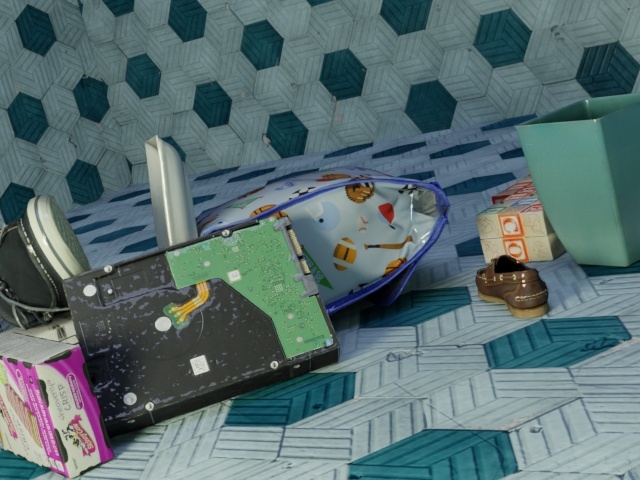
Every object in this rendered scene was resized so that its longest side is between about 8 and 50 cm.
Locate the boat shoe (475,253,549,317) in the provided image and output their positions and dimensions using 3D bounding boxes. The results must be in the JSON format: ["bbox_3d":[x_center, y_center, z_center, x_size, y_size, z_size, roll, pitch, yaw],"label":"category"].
[{"bbox_3d":[0.276,0.055,1.574,0.073,0.073,0.207,-19,11,-10],"label":"boat shoe"}]

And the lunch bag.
[{"bbox_3d":[0.000,0.000,1.800,0.385,0.239,0.328,-25,11,-10],"label":"lunch bag"}]

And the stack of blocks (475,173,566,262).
[{"bbox_3d":[0.388,-0.050,1.882,0.171,0.087,0.297,-5,15,41],"label":"stack of blocks"}]

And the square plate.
[{"bbox_3d":[-0.235,0.001,1.770,0.049,0.347,0.344,-9,6,-11],"label":"square plate"}]

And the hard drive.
[{"bbox_3d":[-0.168,0.113,1.522,0.339,0.237,0.064,-19,-27,-9],"label":"hard drive"}]

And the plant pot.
[{"bbox_3d":[0.430,-0.087,1.635,0.165,0.234,0.166,-22,14,-32],"label":"plant pot"}]

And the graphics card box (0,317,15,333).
[{"bbox_3d":[-0.711,0.179,2.224,0.233,0.094,0.371,-14,12,5],"label":"graphics card box"}]

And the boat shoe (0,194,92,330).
[{"bbox_3d":[-0.460,0.054,1.731,0.156,0.187,0.500,-26,-1,-20],"label":"boat shoe"}]

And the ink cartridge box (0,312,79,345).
[{"bbox_3d":[-0.473,0.184,1.901,0.203,0.086,0.148,-23,13,-31],"label":"ink cartridge box"}]

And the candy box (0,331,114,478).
[{"bbox_3d":[-0.375,0.214,1.446,0.071,0.159,0.233,-22,12,-33],"label":"candy box"}]
